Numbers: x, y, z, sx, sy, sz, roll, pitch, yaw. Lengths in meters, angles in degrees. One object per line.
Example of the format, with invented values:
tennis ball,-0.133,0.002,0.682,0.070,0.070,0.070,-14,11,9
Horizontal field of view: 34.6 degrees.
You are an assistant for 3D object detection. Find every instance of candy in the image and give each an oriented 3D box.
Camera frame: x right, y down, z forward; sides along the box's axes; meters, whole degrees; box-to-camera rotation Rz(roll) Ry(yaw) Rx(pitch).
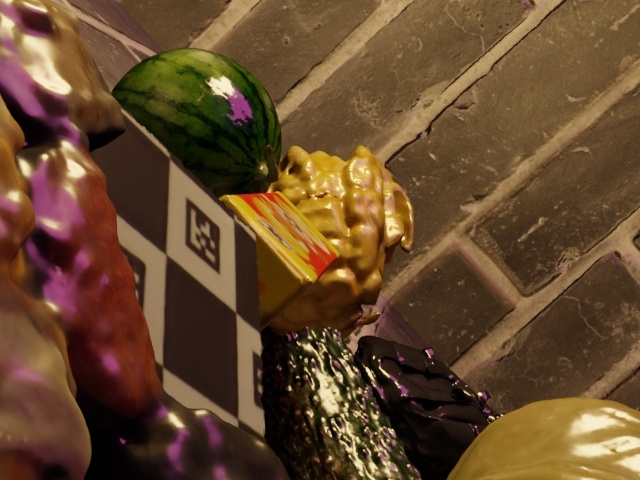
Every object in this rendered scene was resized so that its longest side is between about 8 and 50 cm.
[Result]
candy,-0.072,0.036,0.807,0.088,0.146,0.276,48,7,1

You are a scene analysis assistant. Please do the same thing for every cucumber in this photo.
cucumber,0.049,0.215,0.773,0.096,0.096,0.359,41,12,-47

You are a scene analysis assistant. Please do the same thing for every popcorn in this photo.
popcorn,0.000,0.000,1.170,0.190,0.250,0.250,26,10,-10

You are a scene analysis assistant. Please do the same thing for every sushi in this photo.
sushi,-0.085,0.032,0.359,0.359,0.064,0.343,47,29,-45

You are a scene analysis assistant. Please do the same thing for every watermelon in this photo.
watermelon,-0.122,-0.099,1.058,0.215,0.188,0.188,24,-3,21

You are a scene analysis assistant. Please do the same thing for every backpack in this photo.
backpack,0.116,0.199,1.240,0.258,0.133,0.206,30,14,-49

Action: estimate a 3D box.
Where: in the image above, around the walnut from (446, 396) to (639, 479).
walnut,0.150,0.232,0.535,0.277,0.253,0.282,41,13,-4
